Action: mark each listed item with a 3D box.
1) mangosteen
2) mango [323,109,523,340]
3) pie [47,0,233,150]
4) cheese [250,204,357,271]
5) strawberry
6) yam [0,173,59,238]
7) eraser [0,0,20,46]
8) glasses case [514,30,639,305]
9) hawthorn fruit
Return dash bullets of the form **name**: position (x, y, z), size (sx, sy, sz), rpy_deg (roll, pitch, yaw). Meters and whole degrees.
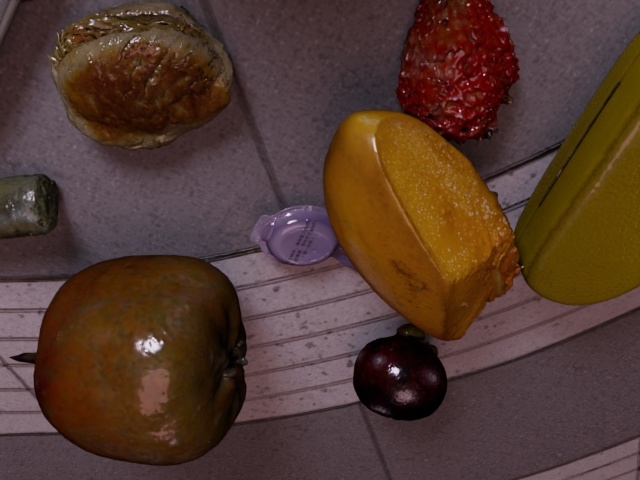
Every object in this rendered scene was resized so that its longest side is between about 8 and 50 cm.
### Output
- **mangosteen**: position (0.124, 0.201, 1.089), size (0.152, 0.152, 0.152), rpy_deg (-3, 132, -3)
- **mango**: position (0.112, -0.015, 0.831), size (0.199, 0.201, 0.350), rpy_deg (-21, 134, 25)
- **pie**: position (-0.188, -0.167, 0.756), size (0.193, 0.079, 0.163), rpy_deg (-14, 135, 8)
- **cheese**: position (0.000, 0.000, 0.946), size (0.190, 0.042, 0.105), rpy_deg (13, 128, -25)
- **strawberry**: position (0.154, -0.180, 0.774), size (0.140, 0.085, 0.192), rpy_deg (13, 128, -14)
- **yam**: position (-0.407, -0.034, 0.851), size (0.179, 0.078, 0.078), rpy_deg (-8, 132, 1)
- **eraser**: position (-0.349, -0.227, 0.694), size (0.089, 0.061, 0.352), rpy_deg (26, 124, -25)
- **glasses case**: position (0.376, -0.088, 0.842), size (0.173, 0.141, 0.371), rpy_deg (17, 127, -9)
- **hawthorn fruit**: position (-0.245, 0.146, 0.916), size (0.300, 0.268, 0.268), rpy_deg (5, 132, 3)
